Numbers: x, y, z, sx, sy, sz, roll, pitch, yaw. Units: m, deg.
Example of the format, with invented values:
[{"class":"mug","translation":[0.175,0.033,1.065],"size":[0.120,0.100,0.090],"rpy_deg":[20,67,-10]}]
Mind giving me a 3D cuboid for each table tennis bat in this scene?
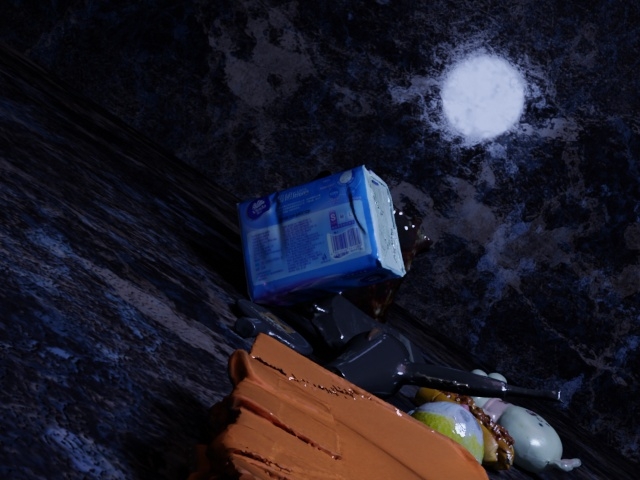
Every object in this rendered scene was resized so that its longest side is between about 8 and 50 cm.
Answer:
[{"class":"table tennis bat","translation":[-0.086,0.139,1.375],"size":[0.150,0.027,0.236],"rpy_deg":[35,2,14]}]

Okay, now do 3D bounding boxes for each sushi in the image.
[{"class":"sushi","translation":[0.049,0.024,1.819],"size":[0.299,0.294,0.281],"rpy_deg":[30,5,-31]}]

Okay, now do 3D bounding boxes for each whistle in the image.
[{"class":"whistle","translation":[0.143,0.263,1.185],"size":[0.123,0.123,0.223],"rpy_deg":[31,-9,-31]}]

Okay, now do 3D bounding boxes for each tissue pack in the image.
[{"class":"tissue pack","translation":[0.000,0.000,1.585],"size":[0.146,0.263,0.198],"rpy_deg":[28,49,-62]}]

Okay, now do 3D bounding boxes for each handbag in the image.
[{"class":"handbag","translation":[0.029,0.228,0.715],"size":[0.303,0.116,0.410],"rpy_deg":[31,4,-4]}]

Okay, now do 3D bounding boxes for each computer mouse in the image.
[{"class":"computer mouse","translation":[0.073,0.192,1.540],"size":[0.264,0.088,0.147],"rpy_deg":[37,21,-20]}]

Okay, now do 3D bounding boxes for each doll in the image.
[{"class":"doll","translation":[0.389,0.381,1.728],"size":[0.154,0.113,0.275],"rpy_deg":[14,25,-50]}]

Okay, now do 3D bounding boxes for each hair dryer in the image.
[{"class":"hair dryer","translation":[0.177,0.207,1.280],"size":[0.359,0.120,0.303],"rpy_deg":[6,-2,18]}]

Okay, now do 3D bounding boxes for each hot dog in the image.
[{"class":"hot dog","translation":[0.268,0.329,1.554],"size":[0.102,0.076,0.249],"rpy_deg":[35,2,-38]}]
